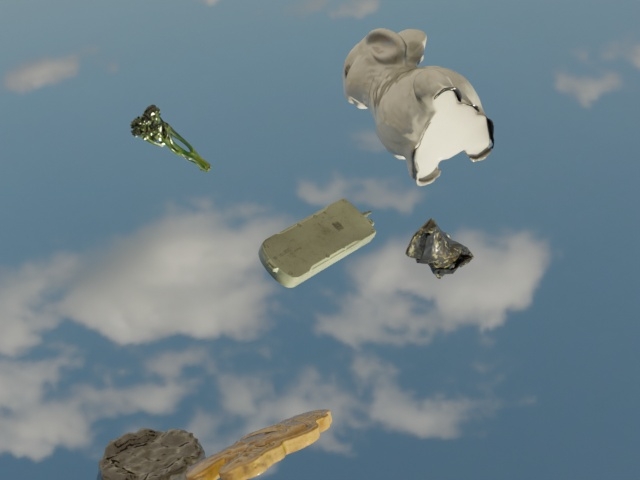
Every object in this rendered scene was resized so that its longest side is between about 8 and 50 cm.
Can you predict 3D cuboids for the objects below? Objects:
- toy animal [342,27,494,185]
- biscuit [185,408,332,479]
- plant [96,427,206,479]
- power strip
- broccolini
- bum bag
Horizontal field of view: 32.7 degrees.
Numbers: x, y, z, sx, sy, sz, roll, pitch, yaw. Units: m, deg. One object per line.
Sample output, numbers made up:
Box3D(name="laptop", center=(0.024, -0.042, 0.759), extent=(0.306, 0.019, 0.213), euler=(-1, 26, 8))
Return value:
Box3D(name="toy animal", center=(0.156, -0.277, 2.023), extent=(0.193, 0.258, 0.357), euler=(-17, -134, -21))
Box3D(name="biscuit", center=(-0.075, 0.286, 1.527), extent=(0.144, 0.040, 0.236), euler=(-8, -169, 42))
Box3D(name="plant", center=(-0.256, 0.451, 1.755), extent=(0.188, 0.276, 0.199), euler=(1, -158, 7))
Box3D(name="power strip", center=(0.000, 0.000, 1.629), extent=(0.227, 0.029, 0.080), euler=(-29, -110, -39))
Box3D(name="broccolini", center=(-0.285, -0.195, 2.165), extent=(0.074, 0.201, 0.058), euler=(-56, -152, 2))
Box3D(name="bum bag", center=(0.279, 0.027, 2.602), extent=(0.102, 0.248, 0.069), euler=(-30, -127, 19))
